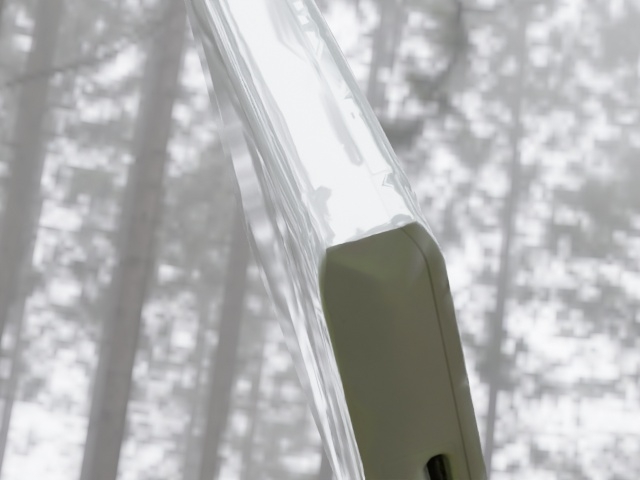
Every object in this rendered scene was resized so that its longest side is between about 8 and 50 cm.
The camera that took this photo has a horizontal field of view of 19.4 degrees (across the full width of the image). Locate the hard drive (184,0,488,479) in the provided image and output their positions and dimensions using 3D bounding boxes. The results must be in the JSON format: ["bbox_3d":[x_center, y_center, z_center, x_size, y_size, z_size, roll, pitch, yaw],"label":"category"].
[{"bbox_3d":[0.000,0.000,0.690,0.040,0.307,0.203,-16,-56,-4],"label":"hard drive"}]
